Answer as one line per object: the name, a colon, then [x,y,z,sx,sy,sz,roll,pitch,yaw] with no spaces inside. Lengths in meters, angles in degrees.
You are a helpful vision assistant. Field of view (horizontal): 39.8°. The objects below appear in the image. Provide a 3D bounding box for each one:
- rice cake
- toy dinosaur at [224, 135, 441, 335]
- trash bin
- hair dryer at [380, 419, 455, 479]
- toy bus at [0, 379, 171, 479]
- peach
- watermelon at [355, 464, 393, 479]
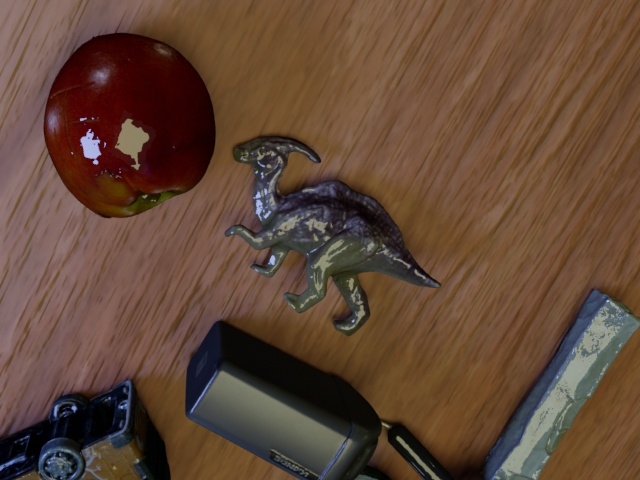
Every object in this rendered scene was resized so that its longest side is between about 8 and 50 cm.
rice cake: [0.317,0.224,1.206,0.066,0.063,0.336,27,102,-7]
toy dinosaur: [0.000,0.001,1.070,0.294,0.077,0.162,37,97,-18]
trash bin: [-0.043,0.204,1.074,0.236,0.176,0.101,31,100,-14]
hair dryer: [0.152,0.326,1.197,0.219,0.071,0.124,47,138,0]
toy bus: [-0.324,0.301,1.071,0.275,0.138,0.167,-25,111,-1]
peach: [-0.206,-0.130,0.944,0.198,0.197,0.197,-3,107,-10]
watermelon: [0.056,0.366,1.201,0.139,0.071,0.187,-35,118,9]
